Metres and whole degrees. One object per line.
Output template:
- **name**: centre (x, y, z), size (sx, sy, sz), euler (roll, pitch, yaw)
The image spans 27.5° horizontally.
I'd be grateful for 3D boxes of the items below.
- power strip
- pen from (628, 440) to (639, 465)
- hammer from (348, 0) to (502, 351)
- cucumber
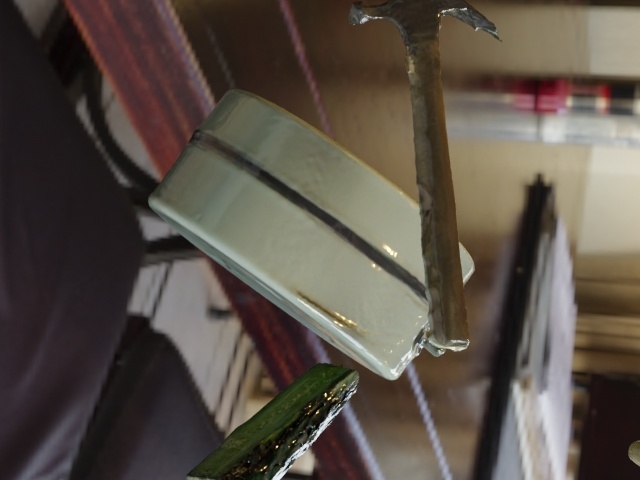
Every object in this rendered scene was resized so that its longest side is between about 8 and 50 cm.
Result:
- **power strip**: centre (0.000, 0.000, 1.417), size (0.161, 0.357, 0.357), euler (-54, 156, -6)
- **pen**: centre (0.380, 0.240, 1.295), size (0.040, 0.032, 0.233), euler (65, -16, -15)
- **hammer**: centre (0.090, -0.060, 1.041), size (0.027, 0.125, 0.297), euler (66, 21, -76)
- **cucumber**: centre (-0.038, 0.207, 1.353), size (0.211, 0.078, 0.062), euler (-36, 111, -34)
